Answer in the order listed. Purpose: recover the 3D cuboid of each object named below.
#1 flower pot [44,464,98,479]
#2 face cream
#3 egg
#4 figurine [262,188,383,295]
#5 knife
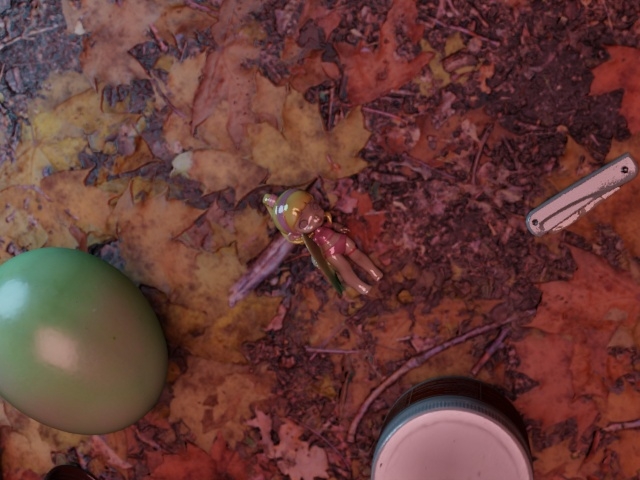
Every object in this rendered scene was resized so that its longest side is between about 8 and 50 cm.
[{"bbox_3d":[-0.355,0.379,1.621,0.111,0.111,0.089,42,111,2],"label":"flower pot"},{"bbox_3d":[0.168,0.286,1.497,0.201,0.187,0.201,1,96,7],"label":"face cream"},{"bbox_3d":[-0.323,0.132,1.528,0.270,0.220,0.220,43,99,3],"label":"egg"},{"bbox_3d":[0.000,0.000,1.559,0.187,0.083,0.083,41,99,-11],"label":"figurine"},{"bbox_3d":[0.340,-0.055,1.525,0.162,0.023,0.044,-33,89,9],"label":"knife"}]
